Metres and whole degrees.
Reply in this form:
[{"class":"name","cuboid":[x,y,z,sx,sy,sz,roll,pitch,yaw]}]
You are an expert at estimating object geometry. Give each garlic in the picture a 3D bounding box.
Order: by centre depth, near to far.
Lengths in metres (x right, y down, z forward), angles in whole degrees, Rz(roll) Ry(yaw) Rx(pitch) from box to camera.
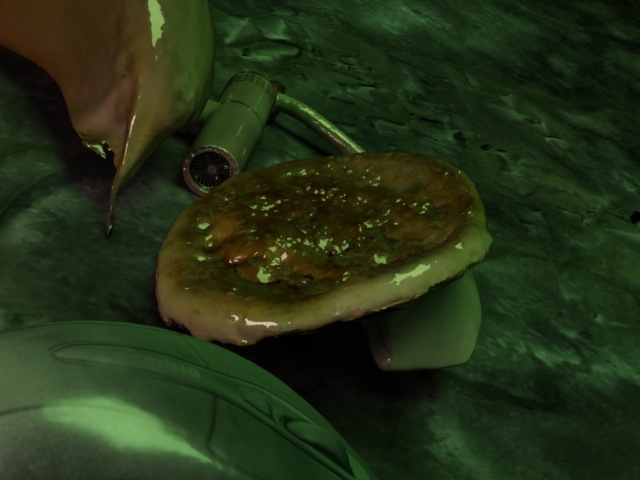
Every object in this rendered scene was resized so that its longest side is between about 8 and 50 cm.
[{"class":"garlic","cuboid":[-0.171,-0.162,1.526,0.151,0.196,0.338,37,10,-49]}]

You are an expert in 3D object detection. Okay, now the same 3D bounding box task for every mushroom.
[{"class":"mushroom","cuboid":[0.051,0.017,1.480,0.118,0.103,0.270,5,24,-25]},{"class":"mushroom","cuboid":[0.045,-0.057,1.682,0.068,0.043,0.306,-25,55,-38]}]

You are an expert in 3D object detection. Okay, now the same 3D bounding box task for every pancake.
[{"class":"pancake","cuboid":[0.001,0.001,1.369,0.282,0.049,0.282,-6,26,3]}]

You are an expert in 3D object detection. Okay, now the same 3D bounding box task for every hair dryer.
[{"class":"hair dryer","cuboid":[-0.157,-0.131,1.609,0.220,0.053,0.195,24,26,-4]}]

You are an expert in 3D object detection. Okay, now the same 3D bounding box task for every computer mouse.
[{"class":"computer mouse","cuboid":[-0.086,0.134,1.103,0.371,0.122,0.188,18,27,-25]}]
